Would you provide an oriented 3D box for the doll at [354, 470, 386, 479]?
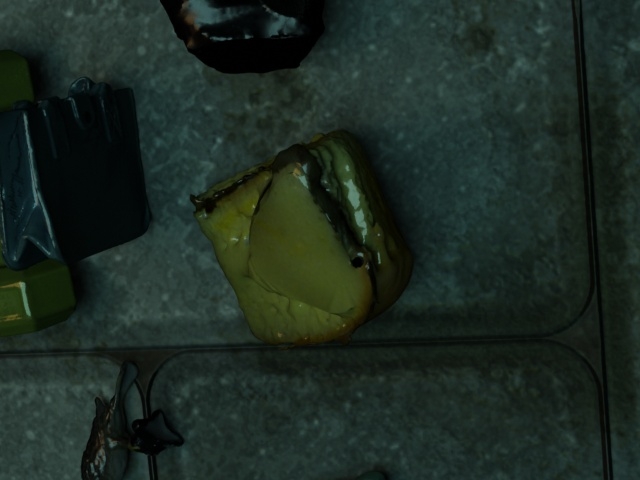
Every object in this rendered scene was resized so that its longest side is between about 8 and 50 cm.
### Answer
[{"bbox_3d":[0.045,0.321,1.818,0.159,0.059,0.158,21,106,13],"label":"doll"}]

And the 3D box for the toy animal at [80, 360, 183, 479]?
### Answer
[{"bbox_3d":[-0.231,0.239,1.888,0.105,0.070,0.202,39,110,20],"label":"toy animal"}]

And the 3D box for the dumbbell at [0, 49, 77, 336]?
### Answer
[{"bbox_3d":[-0.340,-0.052,1.835,0.121,0.108,0.302,-8,97,17],"label":"dumbbell"}]

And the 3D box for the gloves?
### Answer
[{"bbox_3d":[-0.093,-0.315,1.702,0.197,0.152,0.301,-4,92,-5],"label":"gloves"}]

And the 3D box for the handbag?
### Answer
[{"bbox_3d":[-0.251,-0.073,1.744,0.062,0.229,0.179,-4,98,20],"label":"handbag"}]

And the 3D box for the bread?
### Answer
[{"bbox_3d":[0.000,0.000,1.725,0.262,0.162,0.204,-14,99,60],"label":"bread"}]
